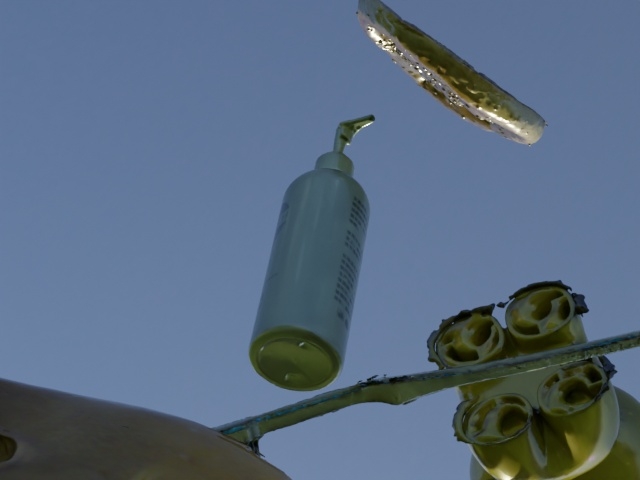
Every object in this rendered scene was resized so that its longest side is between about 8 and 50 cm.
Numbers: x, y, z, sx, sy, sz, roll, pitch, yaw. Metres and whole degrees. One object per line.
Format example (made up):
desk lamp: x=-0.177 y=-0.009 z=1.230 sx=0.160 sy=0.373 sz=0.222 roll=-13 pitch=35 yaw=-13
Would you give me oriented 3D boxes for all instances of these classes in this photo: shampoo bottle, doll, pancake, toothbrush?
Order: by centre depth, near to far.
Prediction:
toothbrush: x=0.062 y=0.068 z=0.916 sx=0.294 sy=0.026 sz=0.028 roll=-16 pitch=-84 yaw=-16
doll: x=0.139 y=0.127 z=1.059 sx=0.143 sy=0.135 sz=0.221 roll=-23 pitch=-49 yaw=3
shampoo bottle: x=0.000 y=0.000 z=1.138 sx=0.056 sy=0.195 sz=0.056 roll=6 pitch=-45 yaw=6
pancake: x=0.080 y=-0.106 z=1.229 sx=0.158 sy=0.158 sz=0.028 roll=38 pitch=-90 yaw=3

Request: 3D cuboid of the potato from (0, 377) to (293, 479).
potato: x=-0.104 y=0.135 z=0.733 sx=0.234 sy=0.150 sz=0.146 roll=13 pitch=-84 yaw=16
